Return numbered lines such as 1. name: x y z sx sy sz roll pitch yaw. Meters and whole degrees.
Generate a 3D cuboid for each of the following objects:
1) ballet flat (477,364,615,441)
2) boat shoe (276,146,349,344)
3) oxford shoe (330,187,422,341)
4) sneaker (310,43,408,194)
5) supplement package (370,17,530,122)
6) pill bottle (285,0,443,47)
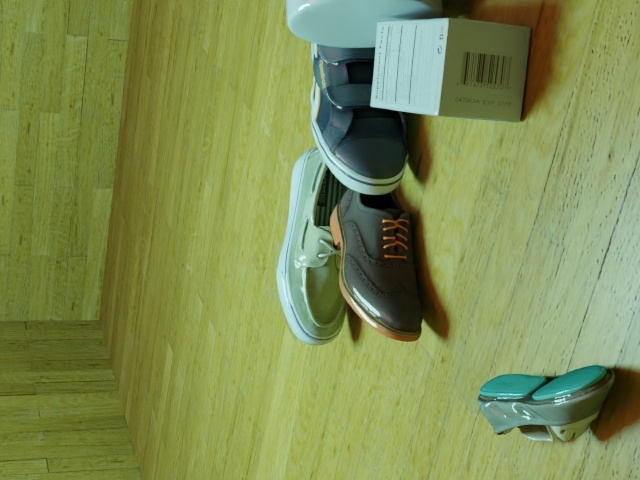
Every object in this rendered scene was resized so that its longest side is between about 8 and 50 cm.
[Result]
1. ballet flat: 0.228 0.162 1.022 0.068 0.072 0.213 62 158 -2
2. boat shoe: 0.000 0.000 1.543 0.094 0.109 0.303 153 119 -64
3. oxford shoe: 0.078 0.014 1.360 0.271 0.096 0.098 -111 36 -44
4. sneaker: 0.050 -0.216 1.395 0.127 0.126 0.321 110 154 -51
5. supplement package: 0.141 -0.193 1.185 0.179 0.105 0.105 -153 66 -67
6. pill bottle: 0.047 -0.452 1.281 0.224 0.224 0.392 160 110 -67
